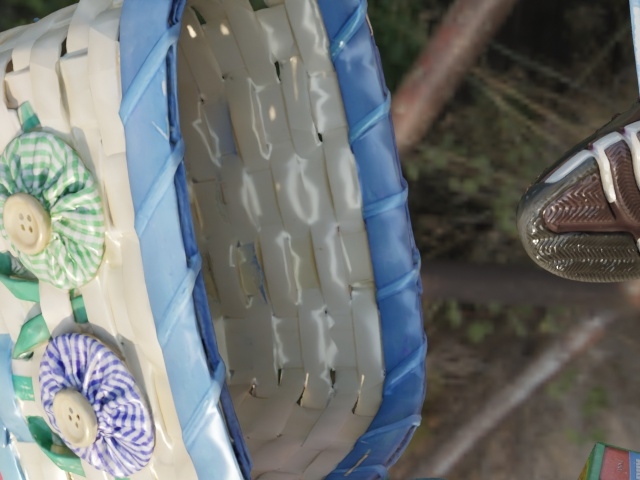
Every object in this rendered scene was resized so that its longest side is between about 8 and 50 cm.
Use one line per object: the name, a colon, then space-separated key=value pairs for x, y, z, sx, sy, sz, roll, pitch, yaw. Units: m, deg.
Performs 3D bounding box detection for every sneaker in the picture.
sneaker: x=0.244 y=-0.076 z=1.044 sx=0.162 sy=0.281 sz=0.106 roll=-123 pitch=10 yaw=-61

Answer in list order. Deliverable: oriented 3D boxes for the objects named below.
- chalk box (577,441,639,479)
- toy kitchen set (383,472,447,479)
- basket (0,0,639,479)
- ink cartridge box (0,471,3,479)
chalk box: x=0.321 y=0.319 z=1.470 sx=0.289 sy=0.179 sz=0.180 roll=90 pitch=-164 yaw=-61
toy kitchen set: x=0.122 y=0.267 z=1.462 sx=0.166 sy=0.207 sz=0.122 roll=5 pitch=101 yaw=27
basket: x=0.000 y=0.000 z=0.589 sx=0.201 sy=0.289 sz=0.255 roll=-40 pitch=-61 yaw=-65
ink cartridge box: x=-0.353 y=0.105 z=1.477 sx=0.385 sy=0.160 sz=0.279 roll=-4 pitch=105 yaw=39
